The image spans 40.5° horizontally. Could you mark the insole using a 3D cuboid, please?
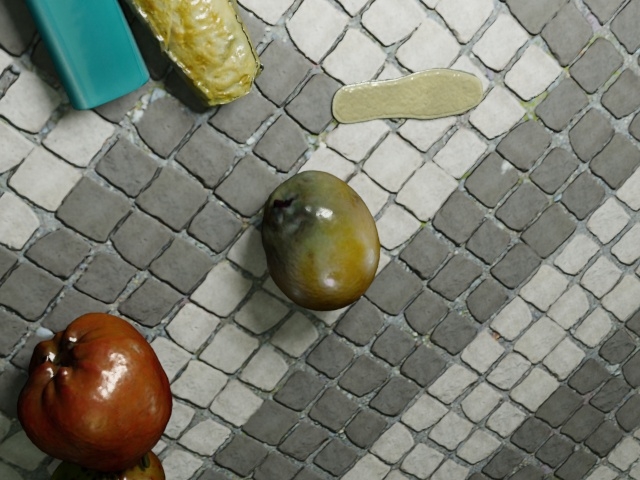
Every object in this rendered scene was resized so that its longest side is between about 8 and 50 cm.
[{"bbox_3d":[0.137,-0.222,1.339,0.247,0.011,0.081,-9,120,-12],"label":"insole"}]

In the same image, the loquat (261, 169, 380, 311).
[{"bbox_3d":[0.000,0.000,1.323,0.179,0.179,0.227,-18,125,-8],"label":"loquat"}]

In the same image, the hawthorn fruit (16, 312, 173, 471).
[{"bbox_3d":[-0.329,0.250,1.327,0.224,0.224,0.261,-32,124,1],"label":"hawthorn fruit"}]

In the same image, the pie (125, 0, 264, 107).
[{"bbox_3d":[-0.177,-0.308,1.161,0.128,0.068,0.282,-34,122,-1],"label":"pie"}]

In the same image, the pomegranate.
[{"bbox_3d":[-0.342,0.446,1.435,0.198,0.198,0.246,-16,116,-9],"label":"pomegranate"}]

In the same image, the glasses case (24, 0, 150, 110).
[{"bbox_3d":[-0.324,-0.323,1.110,0.117,0.070,0.301,-22,120,-6],"label":"glasses case"}]
